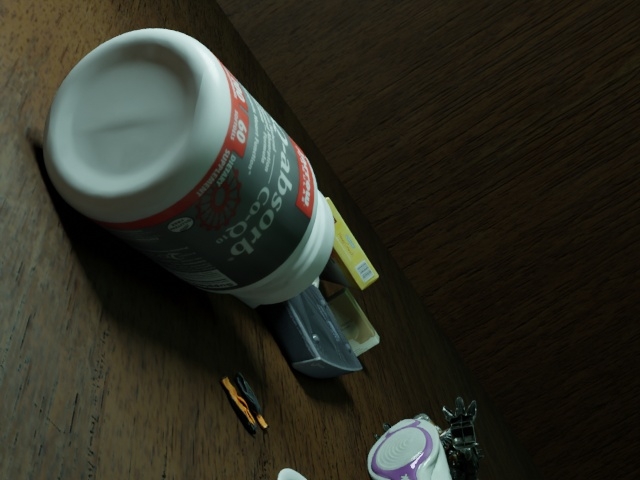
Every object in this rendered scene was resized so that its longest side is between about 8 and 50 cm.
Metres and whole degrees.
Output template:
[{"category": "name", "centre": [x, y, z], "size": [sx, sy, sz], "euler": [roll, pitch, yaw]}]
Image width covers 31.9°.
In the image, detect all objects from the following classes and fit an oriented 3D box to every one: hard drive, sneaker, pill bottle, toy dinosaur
[{"category": "hard drive", "centre": [-0.019, 0.132, 1.694], "size": [0.172, 0.054, 0.254], "euler": [60, 9, 16]}, {"category": "sneaker", "centre": [0.146, 0.389, 1.630], "size": [0.305, 0.114, 0.152], "euler": [-99, 168, -57]}, {"category": "pill bottle", "centre": [-0.126, -0.062, 1.253], "size": [0.210, 0.210, 0.363], "euler": [62, 10, 28]}, {"category": "toy dinosaur", "centre": [0.215, 0.388, 1.851], "size": [0.322, 0.164, 0.218], "euler": [35, -30, 52]}]

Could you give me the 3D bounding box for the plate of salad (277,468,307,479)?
[{"category": "plate of salad", "centre": [0.016, 0.331, 1.213], "size": [0.200, 0.048, 0.200], "euler": [57, 8, -13]}]

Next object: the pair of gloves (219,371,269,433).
[{"category": "pair of gloves", "centre": [-0.085, 0.185, 1.283], "size": [0.074, 0.010, 0.083], "euler": [59, 8, 9]}]

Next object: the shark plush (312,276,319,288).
[{"category": "shark plush", "centre": [-0.031, 0.061, 1.990], "size": [0.161, 0.073, 0.067], "euler": [-163, -120, -74]}]

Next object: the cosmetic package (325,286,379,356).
[{"category": "cosmetic package", "centre": [0.052, 0.148, 2.026], "size": [0.115, 0.060, 0.041], "euler": [55, 9, -7]}]

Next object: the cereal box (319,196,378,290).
[{"category": "cereal box", "centre": [0.000, 0.000, 2.009], "size": [0.173, 0.047, 0.240], "euler": [56, -16, -14]}]

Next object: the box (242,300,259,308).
[{"category": "box", "centre": [-0.145, -0.065, 1.567], "size": [0.290, 0.087, 0.169], "euler": [63, 10, 31]}]
